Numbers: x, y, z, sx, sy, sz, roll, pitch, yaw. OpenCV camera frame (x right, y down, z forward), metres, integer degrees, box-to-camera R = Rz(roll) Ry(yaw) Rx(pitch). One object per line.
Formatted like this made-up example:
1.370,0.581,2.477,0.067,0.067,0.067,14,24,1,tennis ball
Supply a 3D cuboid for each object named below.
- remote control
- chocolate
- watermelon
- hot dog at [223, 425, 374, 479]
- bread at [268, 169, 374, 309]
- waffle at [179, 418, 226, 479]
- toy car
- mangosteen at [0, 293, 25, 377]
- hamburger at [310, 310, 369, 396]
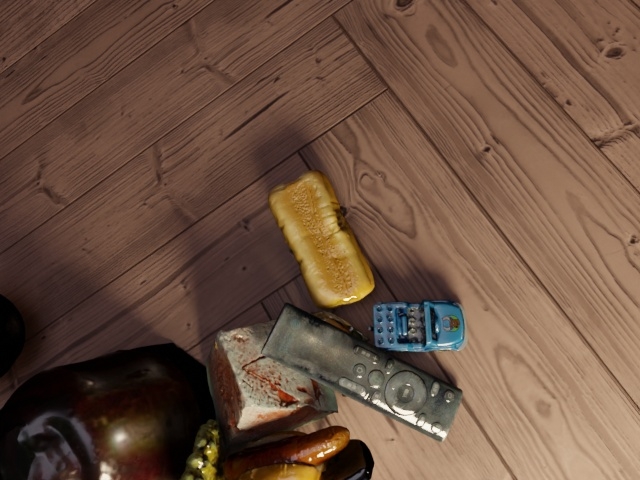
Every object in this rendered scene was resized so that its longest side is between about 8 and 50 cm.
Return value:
0.080,0.245,0.959,0.377,0.044,0.107,27,84,-3,remote control
-0.429,0.379,0.987,0.384,0.331,0.383,-4,74,14,chocolate
-0.135,0.288,0.995,0.262,0.201,0.213,-31,68,15,watermelon
-0.070,0.406,0.943,0.326,0.194,0.107,-32,103,10,hot dog
0.000,0.000,1.080,0.142,0.091,0.305,-26,72,6,bread
-0.213,0.453,0.946,0.054,0.223,0.204,-3,102,1,waffle
0.185,0.163,0.990,0.191,0.100,0.097,-4,73,10,toy car
-0.822,0.191,1.148,0.275,0.275,0.302,5,119,16,mangosteen
0.043,0.211,1.030,0.102,0.087,0.176,-29,77,-9,hamburger
